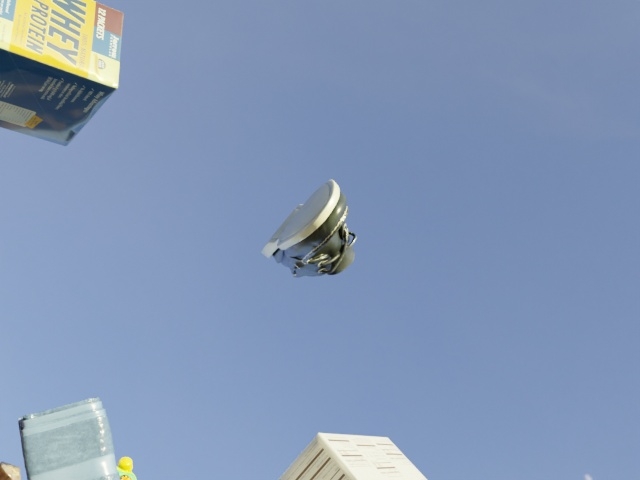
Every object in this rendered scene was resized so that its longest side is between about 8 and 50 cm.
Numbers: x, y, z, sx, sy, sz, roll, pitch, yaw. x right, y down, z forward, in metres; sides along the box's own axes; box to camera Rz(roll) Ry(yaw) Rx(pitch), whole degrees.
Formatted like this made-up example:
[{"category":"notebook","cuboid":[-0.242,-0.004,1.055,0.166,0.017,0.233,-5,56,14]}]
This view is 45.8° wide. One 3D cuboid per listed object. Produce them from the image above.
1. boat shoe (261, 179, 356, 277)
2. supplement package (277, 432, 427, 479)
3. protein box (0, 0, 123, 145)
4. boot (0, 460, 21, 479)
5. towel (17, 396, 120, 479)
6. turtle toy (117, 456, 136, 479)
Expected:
[{"category":"boat shoe","cuboid":[-0.003,0.003,1.150,0.113,0.127,0.340,39,-20,-6]},{"category":"supplement package","cuboid":[0.038,0.430,1.189,0.204,0.145,0.262,-51,-32,7]},{"category":"protein box","cuboid":[-0.423,-0.262,1.097,0.201,0.136,0.200,15,-29,-35]},{"category":"boot","cuboid":[-0.562,0.459,1.340,0.114,0.037,0.106,-40,-84,4]},{"category":"towel","cuboid":[-0.188,0.185,0.578,0.067,0.119,0.029,-11,-15,-16]},{"category":"turtle toy","cuboid":[-0.370,0.428,1.284,0.130,0.066,0.095,-2,-64,-24]}]
